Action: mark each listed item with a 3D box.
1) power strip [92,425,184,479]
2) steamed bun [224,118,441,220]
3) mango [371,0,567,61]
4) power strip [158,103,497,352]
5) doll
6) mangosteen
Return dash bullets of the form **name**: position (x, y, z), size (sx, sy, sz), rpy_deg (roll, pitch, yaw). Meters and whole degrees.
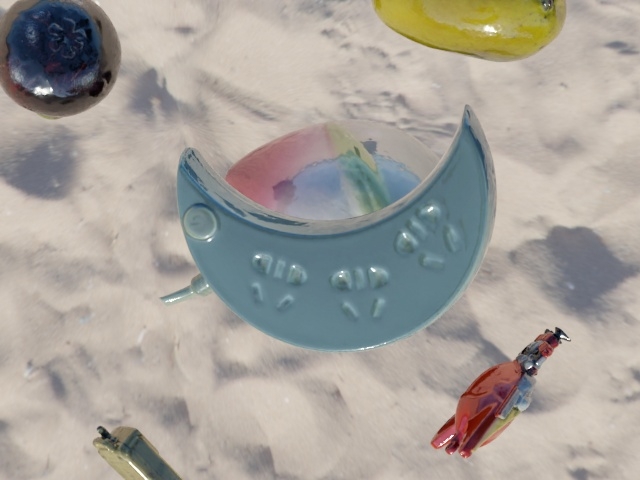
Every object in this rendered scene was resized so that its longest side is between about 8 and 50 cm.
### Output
- **power strip**: position (-0.181, 0.332, 1.452), size (0.305, 0.064, 0.044), rpy_deg (50, 57, -22)
- **steamed bun**: position (0.009, -0.022, 1.453), size (0.309, 0.309, 0.309), rpy_deg (-1, 96, -7)
- **mango**: position (0.112, -0.183, 0.896), size (0.161, 0.103, 0.076), rpy_deg (14, 104, 27)
- **power strip**: position (0.000, 0.000, 0.671), size (0.216, 0.044, 0.137), rpy_deg (-9, 102, 16)
- **doll**: position (0.182, 0.152, 1.154), size (0.057, 0.109, 0.169), rpy_deg (41, 79, -5)
- **mangosteen**: position (-0.304, -0.209, 1.302), size (0.152, 0.152, 0.152), rpy_deg (-1, 96, -7)
